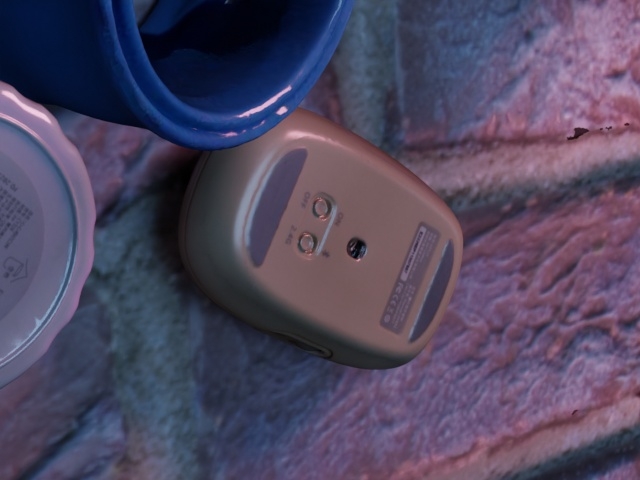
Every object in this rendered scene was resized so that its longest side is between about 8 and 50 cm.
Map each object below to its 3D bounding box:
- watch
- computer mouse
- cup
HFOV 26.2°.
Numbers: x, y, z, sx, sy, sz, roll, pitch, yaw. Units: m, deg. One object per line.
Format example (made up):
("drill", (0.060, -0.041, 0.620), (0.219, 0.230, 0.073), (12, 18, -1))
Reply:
("watch", (-0.083, -0.216, 0.728), (0.305, 0.241, 0.274), (-62, 147, -15))
("computer mouse", (0.000, 0.000, 0.915), (0.236, 0.082, 0.145), (26, 81, -43))
("cup", (-0.203, -0.003, 0.660), (0.167, 0.202, 0.221), (-54, 130, -15))
